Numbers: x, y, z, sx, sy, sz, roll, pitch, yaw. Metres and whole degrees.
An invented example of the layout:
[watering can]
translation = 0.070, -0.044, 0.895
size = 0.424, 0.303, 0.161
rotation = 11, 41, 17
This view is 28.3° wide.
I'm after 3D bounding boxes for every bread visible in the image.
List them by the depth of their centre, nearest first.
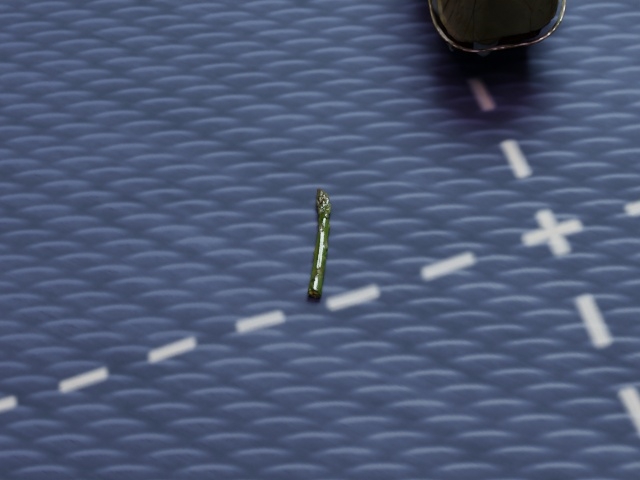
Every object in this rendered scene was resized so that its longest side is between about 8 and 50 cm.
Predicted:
[bread]
translation = 0.157, -0.281, 1.183
size = 0.143, 0.212, 0.224
rotation = -10, 82, 1

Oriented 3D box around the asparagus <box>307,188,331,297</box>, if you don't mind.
[asparagus]
translation = 0.000, 0.000, 1.139
size = 0.015, 0.014, 0.114
rotation = 10, 57, -6
